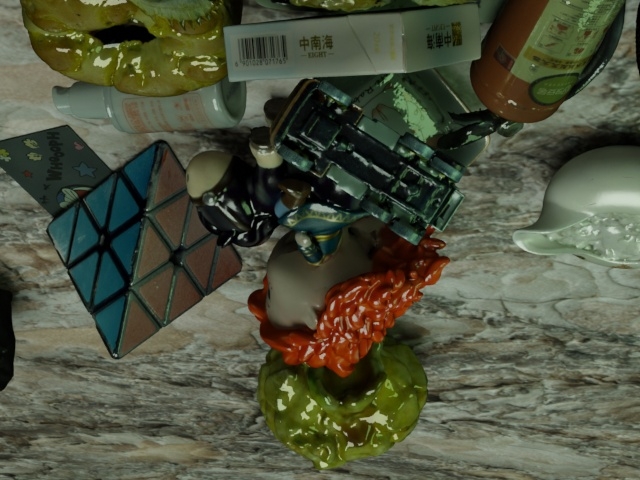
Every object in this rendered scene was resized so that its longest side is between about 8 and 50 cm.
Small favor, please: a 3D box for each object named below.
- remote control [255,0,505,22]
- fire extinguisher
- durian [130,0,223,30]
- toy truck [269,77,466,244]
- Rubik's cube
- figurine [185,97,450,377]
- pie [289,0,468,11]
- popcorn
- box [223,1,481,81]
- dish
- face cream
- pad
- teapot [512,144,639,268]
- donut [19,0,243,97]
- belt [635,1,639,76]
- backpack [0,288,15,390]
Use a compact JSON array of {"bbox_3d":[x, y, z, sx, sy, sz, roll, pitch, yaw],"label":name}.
[{"bbox_3d":[0.069,-0.295,1.550,0.310,0.038,0.090,6,146,9],"label":"remote control"},{"bbox_3d":[0.277,-0.230,1.490,0.200,0.113,0.376,5,141,-21],"label":"fire extinguisher"},{"bbox_3d":[-0.193,-0.361,1.406,0.172,0.166,0.306,-17,101,12],"label":"durian"},{"bbox_3d":[0.061,-0.093,1.601,0.257,0.108,0.140,31,-173,-14],"label":"toy truck"},{"bbox_3d":[-0.262,0.013,1.998,0.228,0.229,0.233,58,176,-3],"label":"Rubik's cube"},{"bbox_3d":[-0.010,-0.005,1.853,0.306,0.241,0.412,-25,126,17],"label":"figurine"},{"bbox_3d":[0.041,-0.409,1.268,0.395,0.180,0.418,-3,139,20],"label":"pie"},{"bbox_3d":[0.032,0.235,2.187,0.270,0.224,0.258,39,122,-23],"label":"popcorn"},{"bbox_3d":[0.034,-0.216,1.486,0.243,0.155,0.067,2,104,37],"label":"box"},{"bbox_3d":[0.085,-0.160,1.679,0.154,0.064,0.234,-40,118,8],"label":"dish"},{"bbox_3d":[-0.226,-0.186,1.740,0.252,0.101,0.101,-2,144,20],"label":"face cream"},{"bbox_3d":[-0.371,-0.081,2.025,0.170,0.006,0.245,-9,142,28],"label":"pad"},{"bbox_3d":[0.402,-0.031,1.754,0.298,0.139,0.204,4,143,11],"label":"teapot"},{"bbox_3d":[-0.219,-0.268,1.592,0.261,0.128,0.208,10,148,1],"label":"donut"},{"bbox_3d":[0.462,-0.164,1.503,0.164,0.184,0.289,-15,144,26],"label":"belt"},{"bbox_3d":[-0.743,0.134,2.238,0.446,0.254,0.363,20,149,-39],"label":"backpack"}]
